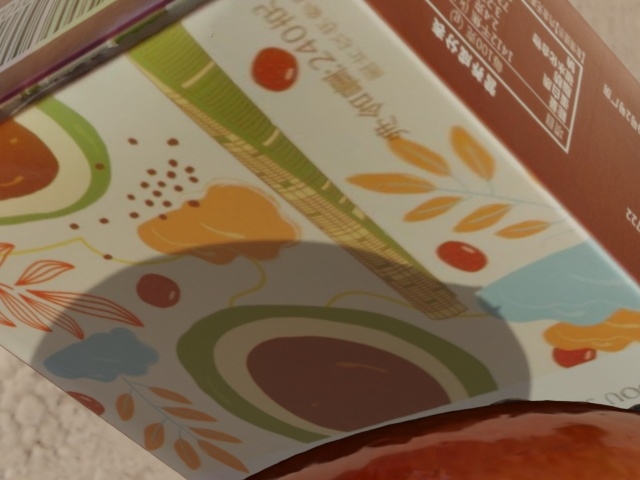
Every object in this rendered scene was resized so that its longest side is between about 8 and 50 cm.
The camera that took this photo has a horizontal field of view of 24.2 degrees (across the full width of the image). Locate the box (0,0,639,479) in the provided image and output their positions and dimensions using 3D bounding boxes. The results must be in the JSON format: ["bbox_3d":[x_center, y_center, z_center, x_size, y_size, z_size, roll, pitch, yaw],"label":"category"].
[{"bbox_3d":[0.000,0.000,0.785,0.344,0.385,0.122,-22,38,38],"label":"box"}]

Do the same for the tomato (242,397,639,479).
[{"bbox_3d":[0.052,0.157,0.424,0.255,0.256,0.225,-12,66,22],"label":"tomato"}]
